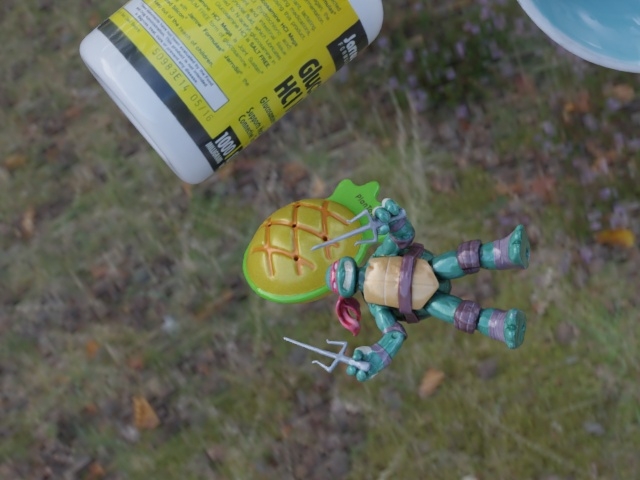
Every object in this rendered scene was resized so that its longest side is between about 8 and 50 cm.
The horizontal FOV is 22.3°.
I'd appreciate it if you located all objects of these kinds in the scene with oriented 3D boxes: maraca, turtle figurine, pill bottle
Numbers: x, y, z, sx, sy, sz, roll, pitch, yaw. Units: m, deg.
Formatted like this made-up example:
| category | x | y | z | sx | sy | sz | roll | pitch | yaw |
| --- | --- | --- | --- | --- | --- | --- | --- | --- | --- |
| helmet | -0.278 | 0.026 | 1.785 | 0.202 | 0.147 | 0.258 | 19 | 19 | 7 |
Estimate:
| category | x | y | z | sx | sy | sz | roll | pitch | yaw |
| --- | --- | --- | --- | --- | --- | --- | --- | --- | --- |
| maraca | 0.000 | 0.000 | 1.795 | 0.185 | 0.099 | 0.127 | -34 | 54 | -9 |
| turtle figurine | 0.082 | 0.041 | 1.575 | 0.234 | 0.175 | 0.118 | 1 | 13 | 18 |
| pill bottle | -0.061 | -0.226 | 1.639 | 0.334 | 0.188 | 0.188 | -40 | 47 | -4 |

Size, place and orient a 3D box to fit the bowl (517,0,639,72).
| category | x | y | z | sx | sy | sz | roll | pitch | yaw |
| --- | --- | --- | --- | --- | --- | --- | --- | --- | --- |
| bowl | 0.211 | -0.285 | 1.099 | 0.311 | 0.311 | 0.163 | -33 | 32 | -8 |
